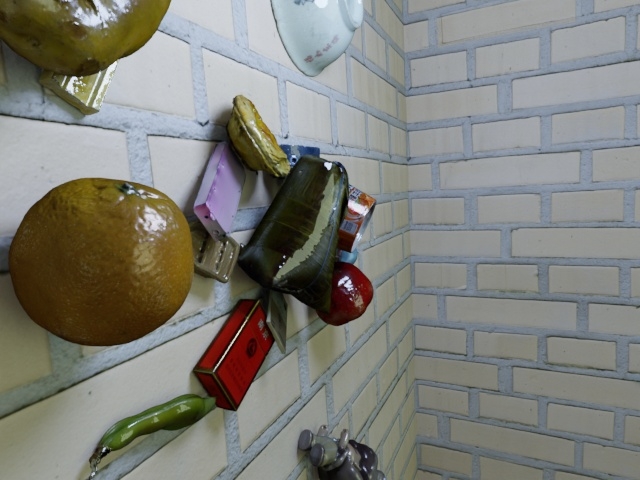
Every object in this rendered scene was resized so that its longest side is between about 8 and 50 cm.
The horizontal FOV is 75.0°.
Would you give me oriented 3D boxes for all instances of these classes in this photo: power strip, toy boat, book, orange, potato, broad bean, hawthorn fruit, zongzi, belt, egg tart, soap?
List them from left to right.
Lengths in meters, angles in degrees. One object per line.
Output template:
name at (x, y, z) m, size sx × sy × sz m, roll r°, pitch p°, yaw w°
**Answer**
potato at (-0.346, -0.392, 0.634) m, size 0.196 × 0.176 × 0.369 m, roll 31°, pitch 50°, yaw -11°
soap at (-0.392, -0.349, 0.728) m, size 0.092 × 0.037 × 0.251 m, roll 44°, pitch 51°, yaw -57°
orange at (-0.315, 0.028, 0.627) m, size 0.264 × 0.264 × 0.264 m, roll 0°, pitch 90°, yaw -64°
broad bean at (-0.325, 0.364, 0.842) m, size 0.325 × 0.067 × 0.075 m, roll 4°, pitch 86°, yaw -59°
toy boat at (-0.270, 0.017, 0.952) m, size 0.188 × 0.061 × 0.116 m, roll 50°, pitch 48°, yaw -53°
power strip at (-0.229, -0.123, 0.978) m, size 0.278 × 0.038 × 0.109 m, roll -88°, pitch 160°, yaw -46°
egg tart at (-0.167, -0.255, 1.067) m, size 0.241 × 0.106 × 0.241 m, roll 58°, pitch 7°, yaw -12°
book at (-0.124, 0.211, 1.216) m, size 0.198 × 0.016 × 0.138 m, roll -94°, pitch 169°, yaw -55°
belt at (-0.075, -0.227, 1.283) m, size 0.218 × 0.122 × 0.128 m, roll -15°, pitch 106°, yaw -65°
zongzi at (0.000, 0.000, 1.238) m, size 0.432 × 0.208 × 0.403 m, roll 40°, pitch 74°, yaw -50°
hawthorn fruit at (0.060, 0.158, 1.477) m, size 0.210 × 0.230 × 0.265 m, roll -19°, pitch 86°, yaw -27°

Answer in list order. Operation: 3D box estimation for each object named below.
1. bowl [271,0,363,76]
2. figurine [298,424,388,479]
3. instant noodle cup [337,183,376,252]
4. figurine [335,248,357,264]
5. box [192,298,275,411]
bowl at (0.024, -0.792, 1.402) m, size 0.435 × 0.196 × 0.434 m, roll -3°, pitch 93°, yaw -63°
figurine at (0.067, 0.794, 1.491) m, size 0.380 × 0.248 × 0.203 m, roll 50°, pitch 50°, yaw -35°
instant noodle cup at (0.056, -0.083, 1.371) m, size 0.250 × 0.192 × 0.250 m, roll -60°, pitch 168°, yaw -21°
figurine at (0.096, 0.129, 1.661) m, size 0.205 × 0.103 × 0.259 m, roll -14°, pitch 113°, yaw -62°
box at (-0.208, 0.285, 1.067) m, size 0.239 × 0.074 × 0.153 m, roll -61°, pitch 138°, yaw -47°
